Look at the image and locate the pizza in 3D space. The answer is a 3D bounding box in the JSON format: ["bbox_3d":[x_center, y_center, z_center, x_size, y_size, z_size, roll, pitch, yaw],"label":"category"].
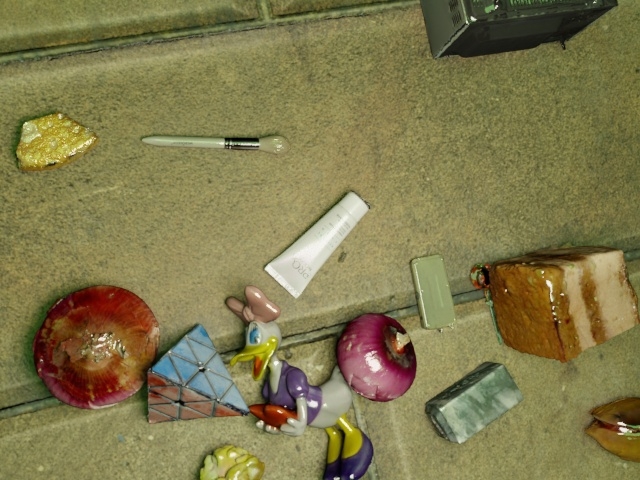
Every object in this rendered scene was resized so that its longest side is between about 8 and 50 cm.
[{"bbox_3d":[-0.513,-0.190,1.263,0.160,0.036,0.099,-24,90,-14],"label":"pizza"}]

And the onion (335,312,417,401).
[{"bbox_3d":[0.114,0.227,1.291,0.154,0.177,0.177,-27,91,9],"label":"onion"}]

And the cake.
[{"bbox_3d":[0.524,0.108,1.363,0.293,0.196,0.198,-16,94,-21],"label":"cake"}]

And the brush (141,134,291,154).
[{"bbox_3d":[-0.208,-0.200,1.334,0.300,0.039,0.042,2,81,-9],"label":"brush"}]

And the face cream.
[{"bbox_3d":[0.000,0.000,1.348,0.092,0.058,0.243,44,84,-10],"label":"face cream"}]

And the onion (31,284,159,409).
[{"bbox_3d":[-0.407,0.195,1.185,0.230,0.163,0.229,0,92,-8],"label":"onion"}]

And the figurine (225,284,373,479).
[{"bbox_3d":[-0.042,0.278,1.259,0.421,0.154,0.193,46,58,-8],"label":"figurine"}]

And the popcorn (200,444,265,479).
[{"bbox_3d":[-0.169,0.464,1.237,0.125,0.126,0.145,52,59,-29],"label":"popcorn"}]

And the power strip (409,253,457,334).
[{"bbox_3d":[0.241,0.117,1.399,0.076,0.028,0.168,-9,85,-13],"label":"power strip"}]

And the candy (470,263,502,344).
[{"bbox_3d":[0.369,0.138,1.423,0.056,0.049,0.184,-14,97,18],"label":"candy"}]

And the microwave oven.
[{"bbox_3d":[0.413,-0.562,1.404,0.355,0.218,0.286,-10,86,-13],"label":"microwave oven"}]

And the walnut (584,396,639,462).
[{"bbox_3d":[0.689,0.409,1.417,0.246,0.137,0.137,2,84,-11],"label":"walnut"}]

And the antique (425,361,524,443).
[{"bbox_3d":[0.312,0.337,1.362,0.183,0.088,0.086,-31,90,-13],"label":"antique"}]

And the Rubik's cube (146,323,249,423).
[{"bbox_3d":[-0.249,0.218,1.221,0.212,0.190,0.178,-8,51,13],"label":"Rubik's cube"}]
